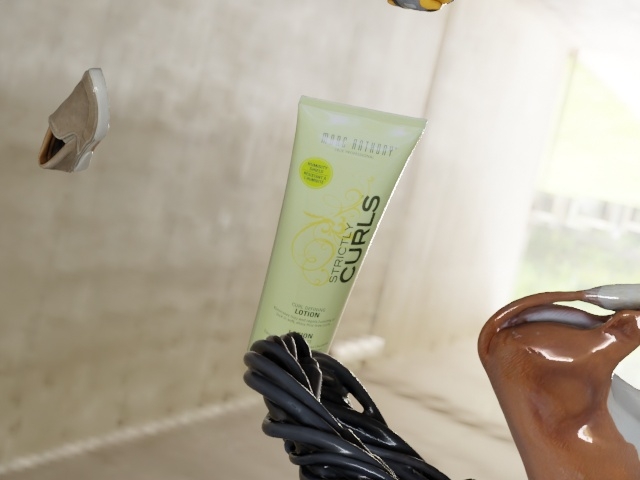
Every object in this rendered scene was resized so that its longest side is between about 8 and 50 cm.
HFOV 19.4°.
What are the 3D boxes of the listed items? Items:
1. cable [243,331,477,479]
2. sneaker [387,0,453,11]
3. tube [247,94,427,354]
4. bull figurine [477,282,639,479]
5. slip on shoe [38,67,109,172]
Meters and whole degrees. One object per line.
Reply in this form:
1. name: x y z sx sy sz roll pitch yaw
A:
1. cable: 0.020 0.103 0.846 0.150 0.047 0.184 32 -170 -48
2. sneaker: 0.157 -0.300 1.854 0.084 0.215 0.083 45 -178 -31
3. tube: 0.000 0.000 1.380 0.070 0.240 0.062 -20 -131 -42
4. bull figurine: 0.224 0.163 1.396 0.188 0.310 0.101 -19 -149 8
5. slip on shoe: -0.217 -0.103 1.641 0.041 0.051 0.135 -7 157 -24
